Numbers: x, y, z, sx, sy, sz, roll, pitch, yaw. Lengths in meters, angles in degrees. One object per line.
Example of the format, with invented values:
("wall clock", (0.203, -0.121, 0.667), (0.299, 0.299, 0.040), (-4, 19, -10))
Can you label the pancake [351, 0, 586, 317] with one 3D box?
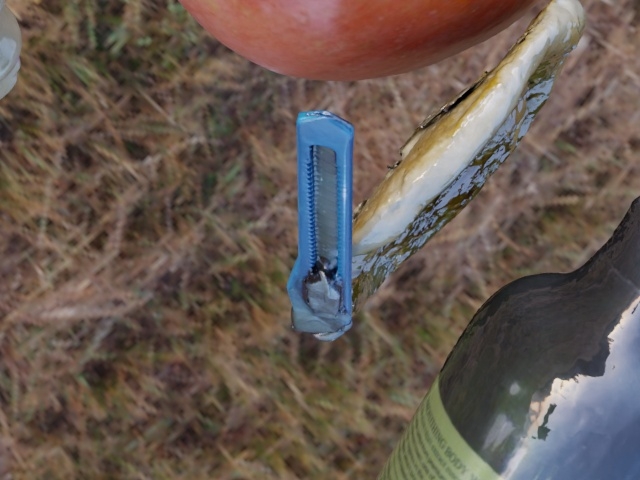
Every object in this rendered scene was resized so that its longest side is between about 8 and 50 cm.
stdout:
("pancake", (0.089, -0.055, 1.025), (0.282, 0.049, 0.282), (-47, 172, -9))

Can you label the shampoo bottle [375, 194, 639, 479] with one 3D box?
("shampoo bottle", (0.078, 0.089, 0.549), (0.101, 0.101, 0.284), (4, 123, -41))

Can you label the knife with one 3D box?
("knife", (-0.001, 0.002, 0.885), (0.296, 0.044, 0.026), (88, 23, -64))

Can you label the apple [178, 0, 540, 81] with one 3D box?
("apple", (0.042, -0.295, 1.054), (0.364, 0.364, 0.364), (-22, 133, -25))

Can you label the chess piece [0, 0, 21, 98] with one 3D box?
("chess piece", (-0.326, -0.221, 1.282), (0.117, 0.117, 0.397), (-35, 166, -13))
